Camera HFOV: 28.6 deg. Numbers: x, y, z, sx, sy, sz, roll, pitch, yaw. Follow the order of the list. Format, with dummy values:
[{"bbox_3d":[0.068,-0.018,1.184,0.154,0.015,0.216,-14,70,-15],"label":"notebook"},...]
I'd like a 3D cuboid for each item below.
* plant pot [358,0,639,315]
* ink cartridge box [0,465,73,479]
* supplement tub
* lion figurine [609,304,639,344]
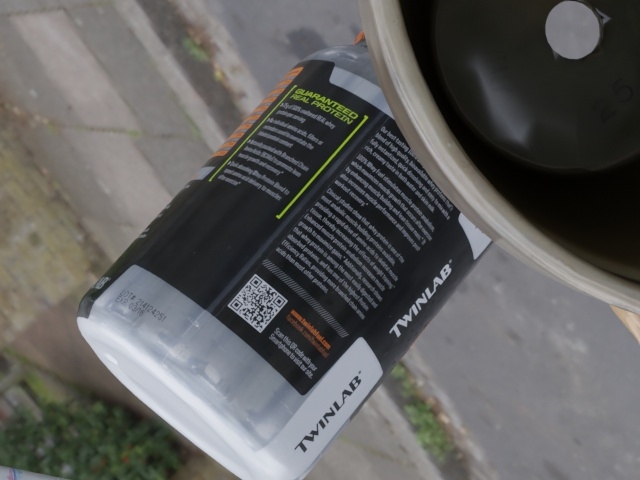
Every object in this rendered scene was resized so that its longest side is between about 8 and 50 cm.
[{"bbox_3d":[0.162,-0.125,0.632,0.323,0.323,0.280,50,176,-5],"label":"plant pot"},{"bbox_3d":[-0.309,0.269,1.141,0.175,0.127,0.072,22,161,-38],"label":"ink cartridge box"},{"bbox_3d":[0.000,0.000,0.875,0.194,0.316,0.193,37,164,13],"label":"supplement tub"},{"bbox_3d":[0.258,-0.038,1.201,0.240,0.142,0.392,58,172,-31],"label":"lion figurine"}]
